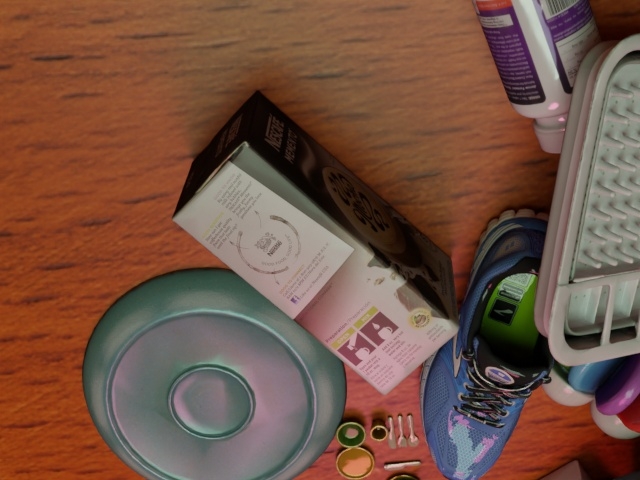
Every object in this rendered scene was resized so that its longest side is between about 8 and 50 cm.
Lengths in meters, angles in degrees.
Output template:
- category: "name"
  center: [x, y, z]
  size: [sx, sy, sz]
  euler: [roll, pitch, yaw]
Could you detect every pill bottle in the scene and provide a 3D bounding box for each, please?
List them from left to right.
- category: "pill bottle"
  center: [0.229, -0.190, 1.292]
  size: [0.108, 0.108, 0.193]
  euler: [-20, 112, 11]

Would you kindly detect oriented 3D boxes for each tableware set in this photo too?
- category: "tableware set"
  center: [0.071, 0.282, 1.563]
  size: [0.104, 0.024, 0.154]
  euler: [-6, 115, 3]

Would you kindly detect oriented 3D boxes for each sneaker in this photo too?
- category: "sneaker"
  center: [0.184, 0.134, 1.419]
  size: [0.129, 0.147, 0.330]
  euler: [14, 114, 3]

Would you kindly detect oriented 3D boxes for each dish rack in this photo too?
- category: "dish rack"
  center: [0.329, -0.050, 1.302]
  size: [0.285, 0.072, 0.333]
  euler: [-6, 113, -36]

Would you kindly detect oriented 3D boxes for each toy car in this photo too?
- category: "toy car"
  center: [0.341, 0.150, 1.429]
  size: [0.182, 0.136, 0.159]
  euler: [33, 112, -12]

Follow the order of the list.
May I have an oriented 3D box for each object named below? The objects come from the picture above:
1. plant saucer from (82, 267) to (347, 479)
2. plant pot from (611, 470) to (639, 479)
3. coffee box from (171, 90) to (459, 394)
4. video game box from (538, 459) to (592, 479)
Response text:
- category: "plant saucer"
  center: [-0.127, 0.183, 1.519]
  size: [0.317, 0.044, 0.318]
  euler: [1, 115, 2]
- category: "plant pot"
  center: [0.410, 0.381, 1.415]
  size: [0.235, 0.293, 0.293]
  euler: [8, 118, 27]
- category: "coffee box"
  center: [0.000, 0.000, 1.359]
  size: [0.297, 0.168, 0.119]
  euler: [40, 110, -15]
- category: "video game box"
  center: [0.283, 0.394, 1.595]
  size: [0.205, 0.048, 0.187]
  euler: [-34, 112, 16]
